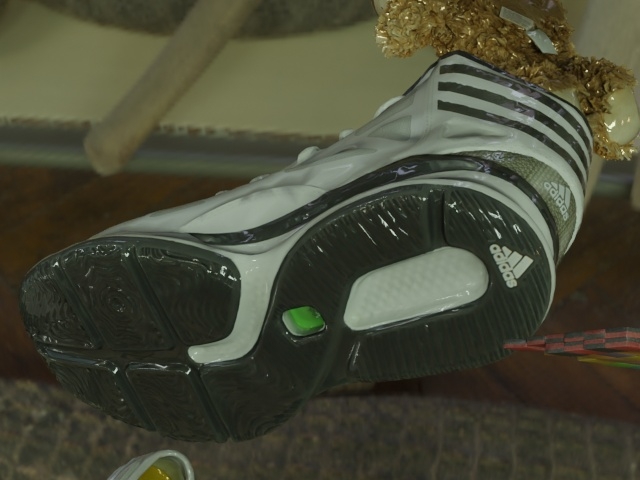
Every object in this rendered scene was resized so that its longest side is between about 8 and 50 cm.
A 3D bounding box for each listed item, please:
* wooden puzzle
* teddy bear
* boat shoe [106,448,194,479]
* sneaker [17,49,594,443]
[{"bbox_3d":[0.097,0.034,0.401,0.049,0.083,0.006,9,79,-24],"label":"wooden puzzle"},{"bbox_3d":[0.154,-0.181,1.218,0.338,0.113,0.245,39,40,10],"label":"teddy bear"},{"bbox_3d":[-0.231,0.382,1.431,0.136,0.156,0.367,36,54,-8],"label":"boat shoe"},{"bbox_3d":[0.001,0.001,0.965,0.448,0.169,0.257,-12,23,35],"label":"sneaker"}]
